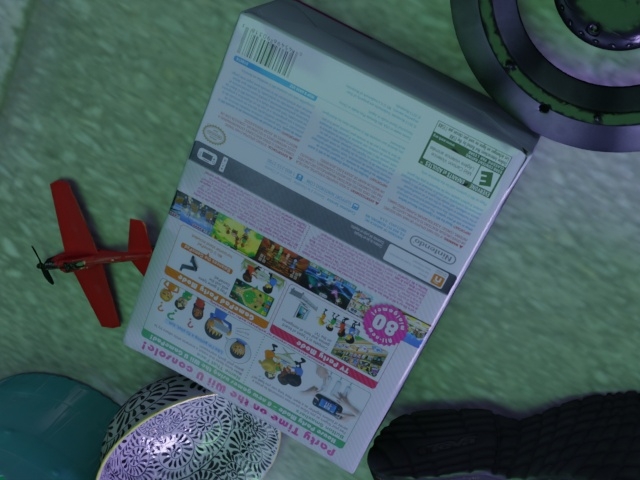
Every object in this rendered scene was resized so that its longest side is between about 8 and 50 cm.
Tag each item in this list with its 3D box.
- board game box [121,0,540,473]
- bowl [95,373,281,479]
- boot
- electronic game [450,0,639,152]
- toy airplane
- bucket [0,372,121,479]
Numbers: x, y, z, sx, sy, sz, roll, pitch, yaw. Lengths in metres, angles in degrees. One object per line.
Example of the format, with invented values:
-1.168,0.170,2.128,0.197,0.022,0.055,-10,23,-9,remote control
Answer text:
0.000,0.000,0.751,0.224,0.097,0.303,29,116,7,board game box
-0.127,0.174,0.860,0.170,0.080,0.170,-16,132,-19,bowl
0.216,0.246,0.787,0.338,0.118,0.223,-3,117,27,boot
0.200,-0.172,0.636,0.229,0.048,0.229,4,106,14,electronic game
-0.193,0.017,0.861,0.151,0.028,0.151,7,115,16,toy airplane
-0.289,0.274,0.915,0.281,0.183,0.281,7,114,16,bucket
